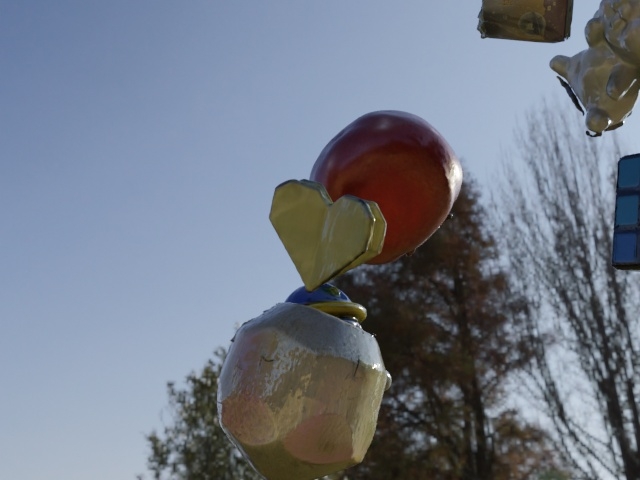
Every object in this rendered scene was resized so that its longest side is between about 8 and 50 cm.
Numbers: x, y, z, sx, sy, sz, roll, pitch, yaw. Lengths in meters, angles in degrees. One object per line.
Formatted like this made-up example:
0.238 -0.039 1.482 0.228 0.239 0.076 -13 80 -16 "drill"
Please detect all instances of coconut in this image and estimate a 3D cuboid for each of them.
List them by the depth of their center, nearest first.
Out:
-0.031 0.210 1.034 0.227 0.230 0.227 21 -12 5 "coconut"

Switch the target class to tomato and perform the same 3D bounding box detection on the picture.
0.129 -0.110 1.612 0.325 0.293 0.290 -42 -77 16 "tomato"

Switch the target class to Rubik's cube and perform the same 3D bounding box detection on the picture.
0.502 -0.034 1.017 0.163 0.162 0.160 5 -4 -22 "Rubik's cube"

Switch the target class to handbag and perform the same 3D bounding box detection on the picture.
0.358 -0.411 1.377 0.173 0.117 0.095 11 22 30 "handbag"

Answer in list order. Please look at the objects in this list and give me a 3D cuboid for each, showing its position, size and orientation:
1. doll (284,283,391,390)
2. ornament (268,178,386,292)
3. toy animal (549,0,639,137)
0.042 0.198 1.407 0.159 0.242 0.311 -36 -33 28 "doll"
0.000 0.000 1.280 0.201 0.180 0.059 20 12 31 "ornament"
0.570 -0.335 1.411 0.174 0.249 0.289 -7 -13 -21 "toy animal"
